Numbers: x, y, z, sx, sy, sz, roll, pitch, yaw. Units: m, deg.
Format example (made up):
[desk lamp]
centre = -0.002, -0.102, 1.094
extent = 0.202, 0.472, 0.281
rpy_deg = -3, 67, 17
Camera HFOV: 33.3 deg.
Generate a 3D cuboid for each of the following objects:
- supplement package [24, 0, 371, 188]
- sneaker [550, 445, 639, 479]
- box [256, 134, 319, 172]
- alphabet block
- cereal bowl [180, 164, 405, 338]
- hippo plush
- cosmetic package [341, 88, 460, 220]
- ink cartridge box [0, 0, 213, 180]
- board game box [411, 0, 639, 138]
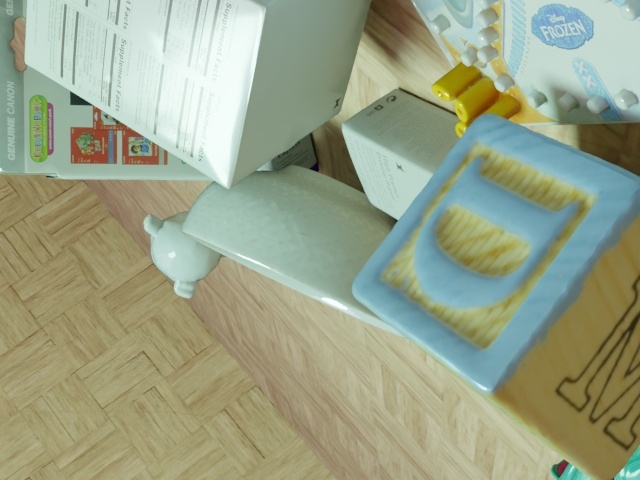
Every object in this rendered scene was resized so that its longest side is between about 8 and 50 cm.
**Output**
[supplement package]
centre = -0.116, -0.225, 1.031
extent = 0.263, 0.199, 0.198
rpy_deg = 32, 132, 18
[sneaker]
centre = 0.335, 0.289, 1.145
extent = 0.178, 0.124, 0.295
rpy_deg = 32, 146, 42
[box]
centre = -0.074, -0.155, 1.503
extent = 0.126, 0.072, 0.137
rpy_deg = 44, 162, 35
[alphabet block]
centre = 0.181, 0.045, 0.868
extent = 0.197, 0.193, 0.192
rpy_deg = 39, 179, -40
[cereal bowl]
centre = 0.000, 0.000, 1.383
extent = 0.339, 0.141, 0.339
rpy_deg = 26, 175, 2
[hippo plush]
centre = -0.153, 0.009, 1.767
extent = 0.234, 0.236, 0.294
rpy_deg = 57, 164, -9
[cosmetic package]
centre = 0.129, -0.060, 1.094
extent = 0.231, 0.085, 0.117
rpy_deg = 36, 157, 51
[ink cartridge box]
centre = -0.264, -0.229, 1.308
extent = 0.130, 0.272, 0.309
rpy_deg = -170, 81, -68
[board game box]
centre = 0.111, -0.235, 0.780
extent = 0.390, 0.050, 0.390
rpy_deg = 54, 167, -16
